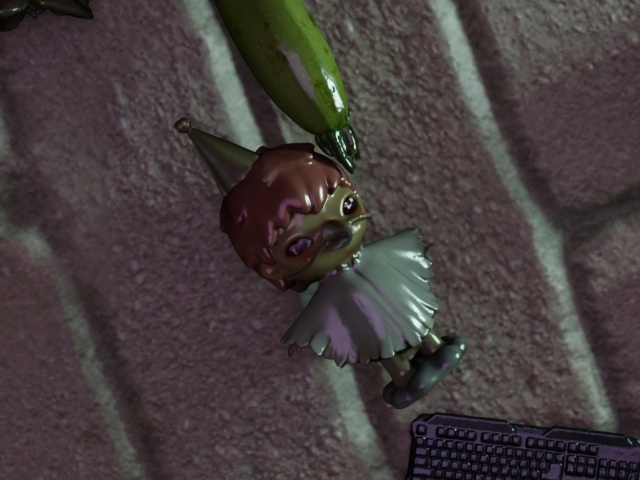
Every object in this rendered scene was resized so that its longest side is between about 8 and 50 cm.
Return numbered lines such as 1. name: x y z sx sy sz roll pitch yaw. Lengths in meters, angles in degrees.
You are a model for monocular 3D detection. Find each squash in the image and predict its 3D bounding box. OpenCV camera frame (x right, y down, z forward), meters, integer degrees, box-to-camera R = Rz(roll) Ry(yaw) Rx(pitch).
1. squash: -0.046 -0.220 1.851 0.094 0.094 0.341 -27 78 0

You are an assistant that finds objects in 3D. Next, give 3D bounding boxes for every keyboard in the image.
1. keyboard: 0.227 0.253 1.931 0.262 0.016 0.106 7 91 -1

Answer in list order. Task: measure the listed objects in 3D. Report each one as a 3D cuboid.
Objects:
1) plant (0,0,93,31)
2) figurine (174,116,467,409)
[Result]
1. plant: -0.329 -0.319 1.831 0.204 0.178 0.234 -18 86 -1
2. figurine: 0.000 0.000 1.850 0.207 0.166 0.387 -40 96 -18
